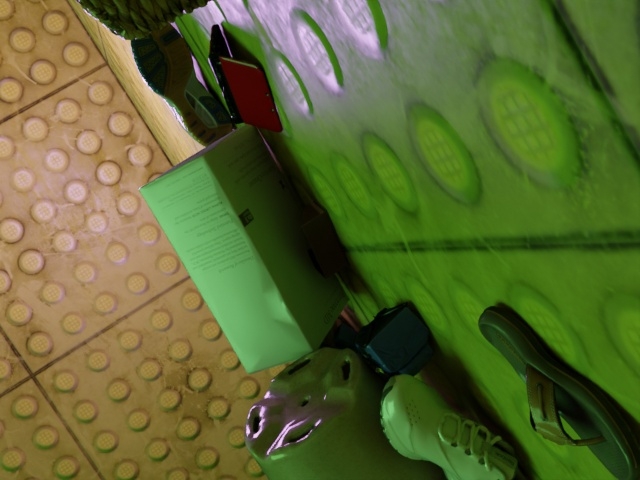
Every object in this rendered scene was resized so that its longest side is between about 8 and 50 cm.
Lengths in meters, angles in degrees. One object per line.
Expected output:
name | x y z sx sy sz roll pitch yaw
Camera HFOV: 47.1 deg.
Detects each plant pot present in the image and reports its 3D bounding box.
plant pot | 0.051 0.350 1.178 0.305 0.334 0.334 52 171 -21

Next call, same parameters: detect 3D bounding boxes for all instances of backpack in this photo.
backpack | 0.108 0.159 1.118 0.101 0.098 0.120 53 168 -4

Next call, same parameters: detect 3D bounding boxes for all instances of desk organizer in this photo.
desk organizer | 0.000 0.000 1.262 0.047 0.050 0.130 43 163 50

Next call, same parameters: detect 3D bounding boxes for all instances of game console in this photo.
game console | -0.114 -0.252 1.145 0.144 0.085 0.124 73 -168 -53

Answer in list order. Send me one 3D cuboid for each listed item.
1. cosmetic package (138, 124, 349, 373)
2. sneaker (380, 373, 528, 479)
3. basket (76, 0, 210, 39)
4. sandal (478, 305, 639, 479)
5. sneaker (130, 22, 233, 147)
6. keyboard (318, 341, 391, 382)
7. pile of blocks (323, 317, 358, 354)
cosmetic package | -0.122 0.014 1.301 0.384 0.156 0.217 59 -152 -13
sneaker | 0.204 0.289 1.038 0.297 0.111 0.129 44 146 -18
basket | -0.236 -0.391 0.760 0.223 0.214 0.299 51 167 26
sandal | 0.219 0.152 0.716 0.219 0.060 0.090 49 167 35
sneaker | -0.295 -0.314 1.500 0.296 0.112 0.131 61 169 -15
keyboard | 0.017 0.233 1.503 0.317 0.033 0.201 26 169 -5
pile of blocks | 0.045 0.243 1.683 0.362 0.149 0.112 81 -162 -44
